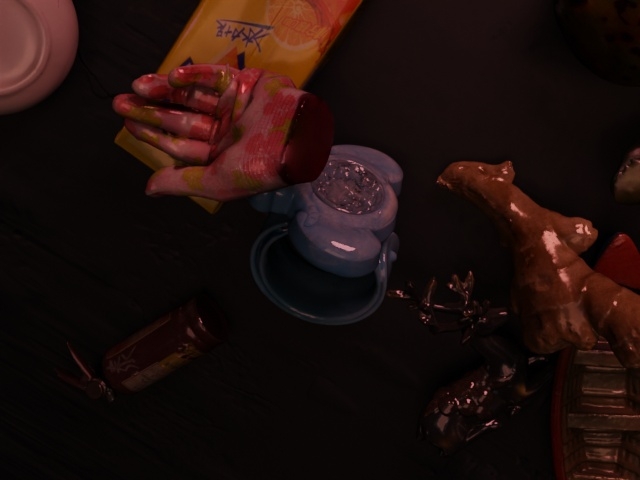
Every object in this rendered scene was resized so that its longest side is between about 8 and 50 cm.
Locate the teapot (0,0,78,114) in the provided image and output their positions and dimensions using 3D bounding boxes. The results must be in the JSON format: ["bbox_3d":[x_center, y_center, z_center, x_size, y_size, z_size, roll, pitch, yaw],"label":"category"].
[{"bbox_3d":[-0.394,-0.266,0.973,0.204,0.139,0.298,16,107,-24],"label":"teapot"}]

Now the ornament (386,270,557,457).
[{"bbox_3d":[0.154,0.142,0.997,0.202,0.080,0.236,-37,121,9],"label":"ornament"}]

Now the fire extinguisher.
[{"bbox_3d":[-0.250,0.148,1.110,0.252,0.075,0.106,-31,72,18],"label":"fire extinguisher"}]

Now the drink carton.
[{"bbox_3d":[-0.081,-0.218,0.948,0.154,0.111,0.351,36,110,-2],"label":"drink carton"}]

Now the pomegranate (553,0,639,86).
[{"bbox_3d":[0.359,-0.265,0.834,0.247,0.202,0.202,-8,107,-17],"label":"pomegranate"}]

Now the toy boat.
[{"bbox_3d":[0.356,0.170,1.007,0.136,0.079,0.392,0,107,10],"label":"toy boat"}]

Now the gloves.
[{"bbox_3d":[-0.110,-0.116,0.869,0.241,0.126,0.145,15,113,38],"label":"gloves"}]

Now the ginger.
[{"bbox_3d":[0.260,0.029,0.932,0.148,0.081,0.334,-51,61,37],"label":"ginger"}]

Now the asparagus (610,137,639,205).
[{"bbox_3d":[0.509,-0.108,0.880,0.381,0.129,0.108,-7,146,16],"label":"asparagus"}]

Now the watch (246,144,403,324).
[{"bbox_3d":[0.000,0.000,0.976,0.210,0.211,0.193,21,132,2],"label":"watch"}]
